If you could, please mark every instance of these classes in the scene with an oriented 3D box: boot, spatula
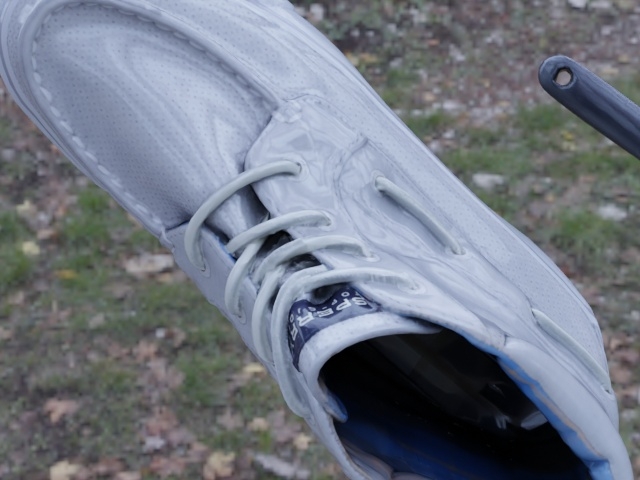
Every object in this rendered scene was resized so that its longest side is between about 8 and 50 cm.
[{"bbox_3d":[0.000,0.000,0.380,0.258,0.095,0.123,34,18,-13],"label":"boot"},{"bbox_3d":[0.266,-0.032,0.786,0.296,0.084,0.030,38,9,16],"label":"spatula"}]
